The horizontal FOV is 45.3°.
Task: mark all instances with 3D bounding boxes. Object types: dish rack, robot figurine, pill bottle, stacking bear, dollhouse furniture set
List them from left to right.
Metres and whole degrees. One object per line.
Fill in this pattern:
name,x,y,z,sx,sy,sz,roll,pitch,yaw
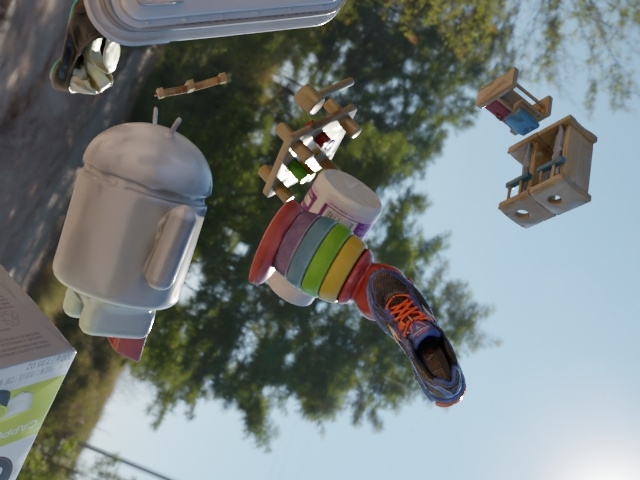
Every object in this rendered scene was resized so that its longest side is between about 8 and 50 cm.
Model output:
robot figurine,-0.287,-0.029,1.188,0.300,0.199,0.354,27,-79,45
dish rack,-0.107,-0.375,0.861,0.072,0.332,0.286,29,-52,58
pill bottle,0.000,0.000,1.774,0.302,0.169,0.169,-57,-166,23
stacking bear,0.034,0.055,1.473,0.175,0.289,0.164,-55,169,-37
dollhouse furniture set,0.298,-0.133,1.151,0.129,0.183,0.129,-30,-146,50

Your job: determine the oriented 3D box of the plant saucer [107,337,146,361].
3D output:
plant saucer,-0.408,0.075,1.496,0.258,0.047,0.259,54,-39,26

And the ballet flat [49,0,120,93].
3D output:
ballet flat,-0.402,-0.309,1.320,0.095,0.096,0.280,-41,-178,-31

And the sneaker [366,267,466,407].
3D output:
sneaker,0.140,0.128,1.092,0.083,0.221,0.087,-32,161,-9

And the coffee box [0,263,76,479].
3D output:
coffee box,-0.604,0.194,1.020,0.337,0.338,0.334,-7,132,-59

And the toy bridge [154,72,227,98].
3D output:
toy bridge,-0.338,-0.397,1.981,0.063,0.188,0.026,-176,-111,-72

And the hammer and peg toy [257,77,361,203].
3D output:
hammer and peg toy,-0.008,-0.272,2.048,0.266,0.127,0.361,-32,163,-35
